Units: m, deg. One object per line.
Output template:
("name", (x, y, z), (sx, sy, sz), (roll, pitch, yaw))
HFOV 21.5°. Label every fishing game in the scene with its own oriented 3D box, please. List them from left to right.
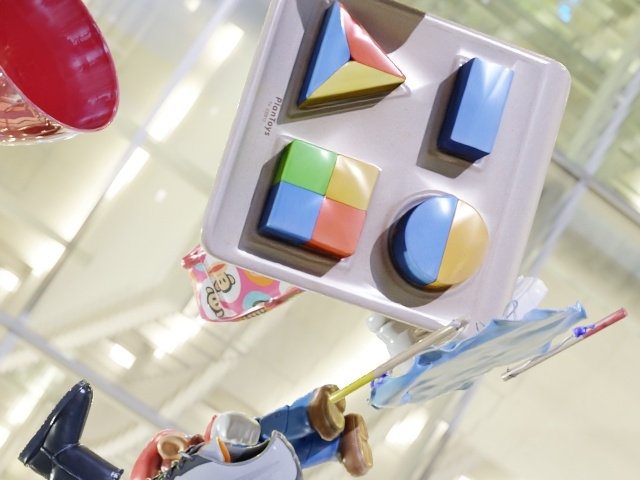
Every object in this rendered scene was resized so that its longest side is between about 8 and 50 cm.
("fishing game", (0.119, 0.085, 1.326), (0.189, 0.041, 0.264), (-35, 160, 35))

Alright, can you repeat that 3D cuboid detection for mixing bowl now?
("mixing bowl", (-0.261, -0.147, 1.387), (0.098, 0.181, 0.181), (-28, -155, 24))

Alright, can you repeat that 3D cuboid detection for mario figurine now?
("mario figurine", (-0.099, 0.303, 2.109), (0.321, 0.198, 0.170), (-22, -175, 20))

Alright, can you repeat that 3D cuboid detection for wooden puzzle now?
("wooden puzzle", (0.081, -0.088, 1.726), (0.080, 0.348, 0.322), (162, -54, -71))

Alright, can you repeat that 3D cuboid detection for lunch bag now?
("lunch bag", (0.000, 0.000, 2.075), (0.293, 0.120, 0.258), (-24, 176, 42))

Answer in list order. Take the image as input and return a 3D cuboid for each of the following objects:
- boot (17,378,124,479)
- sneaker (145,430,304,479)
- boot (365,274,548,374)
("boot", (-0.247, 0.219, 1.753), (0.121, 0.099, 0.045), (-53, 170, 5))
("sneaker", (-0.148, 0.271, 1.830), (0.272, 0.108, 0.100), (-13, -169, 4))
("boot", (0.155, 0.070, 1.908), (0.095, 0.123, 0.258), (-43, 174, 40))
